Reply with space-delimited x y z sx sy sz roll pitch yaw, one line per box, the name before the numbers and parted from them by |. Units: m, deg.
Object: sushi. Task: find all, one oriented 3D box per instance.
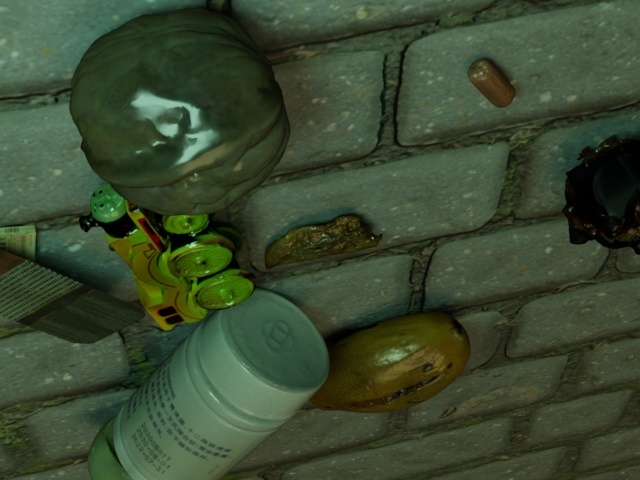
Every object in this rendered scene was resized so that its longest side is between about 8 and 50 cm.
sushi | 0.411 -0.064 1.538 0.172 0.153 0.150 -5 171 18

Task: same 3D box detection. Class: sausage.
sausage | 0.206 -0.189 1.372 0.034 0.034 0.083 -32 143 22

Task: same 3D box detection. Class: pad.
pad | -0.311 0.073 1.405 0.250 0.055 0.323 27 161 -35

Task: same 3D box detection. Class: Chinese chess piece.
Chinese chess piece | -0.276 0.358 1.813 0.188 0.188 0.083 12 120 -36

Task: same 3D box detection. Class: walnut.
walnut | -0.144 -0.127 1.165 0.224 0.224 0.224 -12 146 -8

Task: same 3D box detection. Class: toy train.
toy train | -0.186 0.004 1.420 0.160 0.100 0.296 -18 146 5

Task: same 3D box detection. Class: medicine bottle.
medicine bottle | -0.149 0.228 1.680 0.190 0.190 0.332 12 137 -36

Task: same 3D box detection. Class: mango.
mango | 0.102 0.208 1.823 0.295 0.120 0.177 -28 143 17

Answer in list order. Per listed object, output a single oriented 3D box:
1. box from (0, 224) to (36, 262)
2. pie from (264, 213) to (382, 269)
box | -0.386 0.015 1.426 0.058 0.015 0.093 -5 144 -20
pie | 0.000 0.000 1.558 0.170 0.034 0.092 -12 148 3
